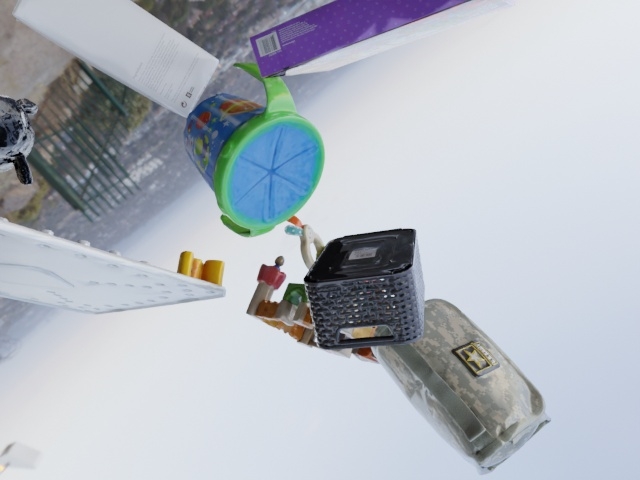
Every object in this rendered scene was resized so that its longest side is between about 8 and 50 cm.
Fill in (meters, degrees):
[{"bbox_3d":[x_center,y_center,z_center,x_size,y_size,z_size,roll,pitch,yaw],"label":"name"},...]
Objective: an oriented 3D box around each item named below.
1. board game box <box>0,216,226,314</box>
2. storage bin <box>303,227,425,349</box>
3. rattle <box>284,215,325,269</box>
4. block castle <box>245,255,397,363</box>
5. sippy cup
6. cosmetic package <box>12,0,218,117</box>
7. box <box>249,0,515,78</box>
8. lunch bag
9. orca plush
[{"bbox_3d":[-0.388,0.024,0.663,0.390,0.390,0.050,-11,-115,40],"label":"board game box"},{"bbox_3d":[0.061,0.052,0.621,0.122,0.084,0.180,-7,-166,14],"label":"storage bin"},{"bbox_3d":[0.000,0.000,1.448,0.142,0.200,0.130,-3,-150,39],"label":"rattle"},{"bbox_3d":[0.039,0.178,1.404,0.453,0.303,0.213,-3,-122,50],"label":"block castle"},{"bbox_3d":[-0.148,-0.174,0.993,0.224,0.240,0.305,39,-85,37],"label":"sippy cup"},{"bbox_3d":[-0.431,-0.428,1.092,0.155,0.365,0.197,-59,-149,4],"label":"cosmetic package"},{"bbox_3d":[0.084,-0.284,0.655,0.293,0.057,0.201,-8,-165,32],"label":"box"},{"bbox_3d":[0.222,0.227,0.799,0.169,0.287,0.235,-44,-122,6],"label":"lunch bag"},{"bbox_3d":[-0.475,-0.113,0.736,0.287,0.102,0.151,-20,-164,38],"label":"orca plush"}]
